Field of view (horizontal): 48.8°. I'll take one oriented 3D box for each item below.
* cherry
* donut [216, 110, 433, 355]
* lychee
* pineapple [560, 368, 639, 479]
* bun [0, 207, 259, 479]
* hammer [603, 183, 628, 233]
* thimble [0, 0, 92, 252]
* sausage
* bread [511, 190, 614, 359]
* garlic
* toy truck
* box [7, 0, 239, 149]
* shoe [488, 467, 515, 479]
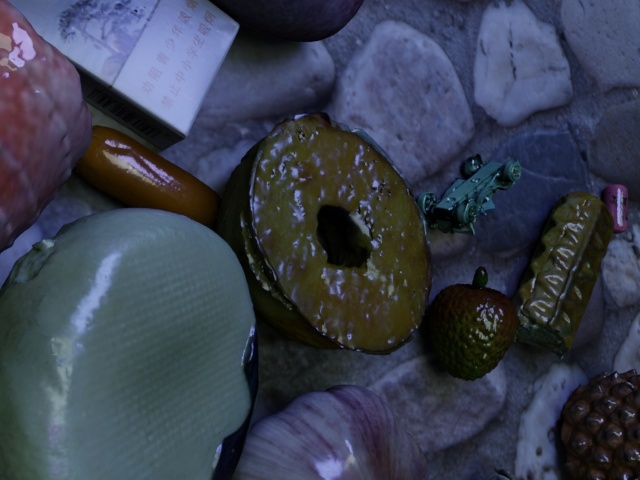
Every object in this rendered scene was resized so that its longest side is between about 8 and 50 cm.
[{"bbox_3d":[-0.046,-0.332,0.752,0.266,0.183,0.213,48,67,-37],"label":"cherry"},{"bbox_3d":[0.000,0.000,0.761,0.272,0.107,0.272,18,64,-42],"label":"donut"},{"bbox_3d":[0.192,0.104,0.888,0.114,0.114,0.147,6,93,-34],"label":"lychee"},{"bbox_3d":[0.519,0.283,0.941,0.222,0.357,0.223,8,77,-37],"label":"pineapple"},{"bbox_3d":[-0.181,0.112,0.592,0.283,0.179,0.284,14,73,-60],"label":"bun"},{"bbox_3d":[0.490,-0.052,1.169,0.043,0.043,0.083,13,74,-33],"label":"hammer"},{"bbox_3d":[-0.299,-0.092,0.503,0.239,0.239,0.162,41,59,-23],"label":"thimble"},{"bbox_3d":[-0.168,-0.055,0.697,0.183,0.054,0.062,34,92,-29],"label":"sausage"},{"bbox_3d":[0.357,0.038,1.032,0.269,0.098,0.087,-58,156,-28],"label":"bread"},{"bbox_3d":[0.035,0.273,0.671,0.245,0.253,0.245,-1,91,-33],"label":"garlic"},{"bbox_3d":[0.207,-0.054,0.952,0.154,0.080,0.078,-37,125,-33],"label":"toy truck"},{"bbox_3d":[-0.209,-0.215,0.687,0.233,0.067,0.150,33,63,-27],"label":"box"},{"bbox_3d":[0.199,0.442,0.835,0.211,0.132,0.342,49,55,-14],"label":"shoe"}]
